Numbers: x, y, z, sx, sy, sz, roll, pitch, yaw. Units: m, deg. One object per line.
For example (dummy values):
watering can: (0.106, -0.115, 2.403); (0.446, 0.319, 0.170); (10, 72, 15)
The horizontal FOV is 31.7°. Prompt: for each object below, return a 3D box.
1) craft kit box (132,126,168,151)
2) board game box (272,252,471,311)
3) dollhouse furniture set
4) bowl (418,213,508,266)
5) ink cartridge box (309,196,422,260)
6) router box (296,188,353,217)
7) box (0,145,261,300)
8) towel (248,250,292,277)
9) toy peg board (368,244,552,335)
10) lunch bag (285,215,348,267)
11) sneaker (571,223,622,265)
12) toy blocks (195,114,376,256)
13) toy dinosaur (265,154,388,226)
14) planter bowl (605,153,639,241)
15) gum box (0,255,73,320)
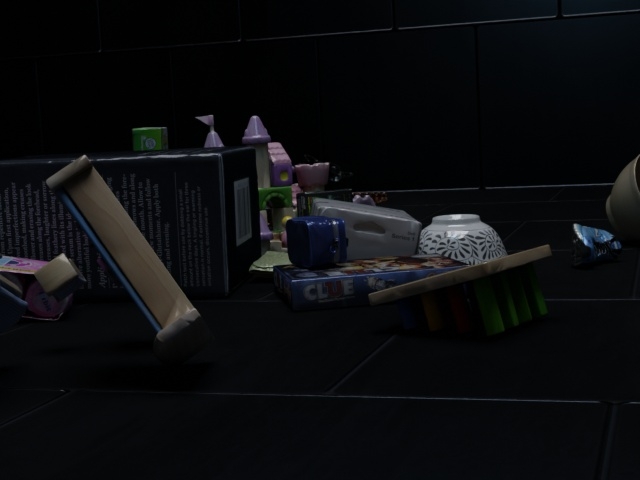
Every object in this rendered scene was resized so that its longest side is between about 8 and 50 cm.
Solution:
craft kit box: (-0.305, -0.084, 2.057); (0.061, 0.246, 0.250); (-5, 7, -5)
board game box: (0.067, 0.054, 1.541); (0.243, 0.042, 0.165); (-4, 6, -11)
dollhouse furniture set: (-0.289, 0.107, 1.152); (0.303, 0.198, 0.286); (-35, -12, -8)
bowl: (0.215, 0.001, 1.783); (0.170, 0.080, 0.170); (-4, 6, 0)
ink cartridge box: (0.062, -0.007, 1.760); (0.160, 0.092, 0.219); (9, 6, -3)
router box: (0.011, -0.024, 1.923); (0.092, 0.122, 0.038); (-6, 2, -28)
box: (-0.310, -0.031, 1.737); (0.396, 0.212, 0.293); (-1, 6, 7)
towel: (-0.049, 0.039, 1.779); (0.110, 0.027, 0.148); (3, 7, 7)
toy peg board: (0.169, 0.070, 1.292); (0.161, 0.079, 0.161); (-18, -4, 36)
lunch bag: (0.000, 0.000, 1.557); (0.065, 0.067, 0.098); (-7, 8, -24)
sneaker: (0.426, 0.004, 1.738); (0.073, 0.063, 0.162); (3, 8, 21)
toy blocks: (-0.087, -0.104, 2.070); (0.289, 0.260, 0.309); (-7, 7, -36)
toy dinosaur: (-0.017, -0.091, 2.497); (0.322, 0.164, 0.218); (-27, -3, -17)
planter bowl: (0.565, -0.062, 1.949); (0.162, 0.162, 0.109); (-8, -20, -35)
gum box: (-0.423, 0.060, 1.518); (0.188, 0.062, 0.107); (7, 7, -4)
